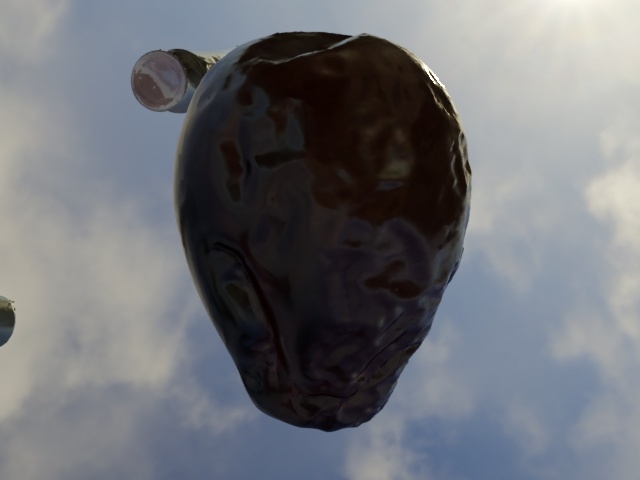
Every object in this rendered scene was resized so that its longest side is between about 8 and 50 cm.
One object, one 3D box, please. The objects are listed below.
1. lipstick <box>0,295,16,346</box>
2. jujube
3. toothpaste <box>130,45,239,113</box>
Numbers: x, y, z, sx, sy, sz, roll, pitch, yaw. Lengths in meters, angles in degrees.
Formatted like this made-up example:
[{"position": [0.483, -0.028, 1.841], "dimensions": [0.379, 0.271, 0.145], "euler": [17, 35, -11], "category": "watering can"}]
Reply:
[{"position": [-0.387, 0.062, 0.922], "dimensions": [0.059, 0.059, 0.264], "euler": [49, -167, 25], "category": "lipstick"}, {"position": [0.000, 0.000, 0.576], "dimensions": [0.168, 0.236, 0.168], "euler": [1, -158, -1], "category": "jujube"}, {"position": [-0.117, -0.176, 1.126], "dimensions": [0.100, 0.066, 0.323], "euler": [60, -164, -1], "category": "toothpaste"}]
